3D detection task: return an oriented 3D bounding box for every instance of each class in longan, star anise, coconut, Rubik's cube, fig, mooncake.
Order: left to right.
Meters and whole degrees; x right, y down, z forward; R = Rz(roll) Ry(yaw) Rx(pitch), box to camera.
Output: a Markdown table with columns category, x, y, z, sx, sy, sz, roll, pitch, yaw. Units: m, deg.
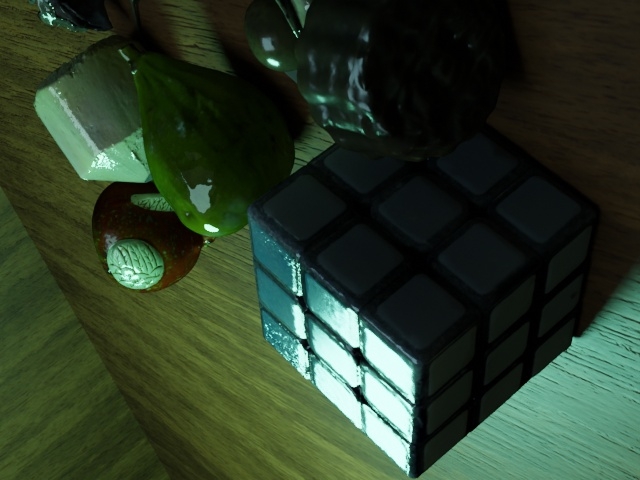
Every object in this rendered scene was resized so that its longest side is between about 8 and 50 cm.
| category | x | y | z | sx | sy | sz | roll | pitch | yaw |
| --- | --- | --- | --- | --- | --- | --- | --- | --- | --- |
| star anise | -0.475 | -0.486 | 2.249 | 0.331 | 0.117 | 0.332 | 37 | 151 | 24 |
| coconut | -0.352 | -0.212 | 2.268 | 0.244 | 0.239 | 0.239 | 54 | 158 | -4 |
| fig | -0.166 | -0.169 | 1.978 | 0.233 | 0.233 | 0.314 | 9 | 122 | 60 |
| longan | -0.055 | -0.278 | 1.744 | 0.113 | 0.092 | 0.113 | 42 | 157 | 22 |
| mooncake | 0.095 | -0.193 | 1.400 | 0.124 | 0.228 | 0.228 | 18 | 139 | 54 |
| Rubik's cube | 0.119 | 0.047 | 1.605 | 0.305 | 0.303 | 0.301 | 39 | 155 | 28 |

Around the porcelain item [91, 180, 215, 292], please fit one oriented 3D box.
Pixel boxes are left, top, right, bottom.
| category | x | y | z | sx | sy | sz | roll | pitch | yaw |
| --- | --- | --- | --- | --- | --- | --- | --- | --- | --- |
| porcelain item | -0.322 | -0.016 | 2.582 | 0.253 | 0.253 | 0.253 | 43 | 156 | 24 |

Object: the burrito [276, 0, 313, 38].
| category | x | y | z | sx | sy | sz | roll | pitch | yaw |
| --- | --- | --- | --- | --- | --- | --- | --- | --- | --- |
| burrito | 0.017 | -0.297 | 1.463 | 0.107 | 0.175 | 0.348 | 0 | 124 | 48 |

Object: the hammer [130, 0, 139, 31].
| category | x | y | z | sx | sy | sz | roll | pitch | yaw |
| --- | --- | --- | --- | --- | --- | --- | --- | --- | --- |
| hammer | -0.316 | -0.389 | 2.207 | 0.035 | 0.019 | 0.110 | 45 | 159 | 21 |

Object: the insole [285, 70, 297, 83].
| category | x | y | z | sx | sy | sz | roll | pitch | yaw |
| --- | --- | --- | --- | --- | --- | --- | --- | --- | --- |
| insole | -0.027 | -0.235 | 1.874 | 0.152 | 0.002 | 0.053 | 43 | 156 | 24 |
